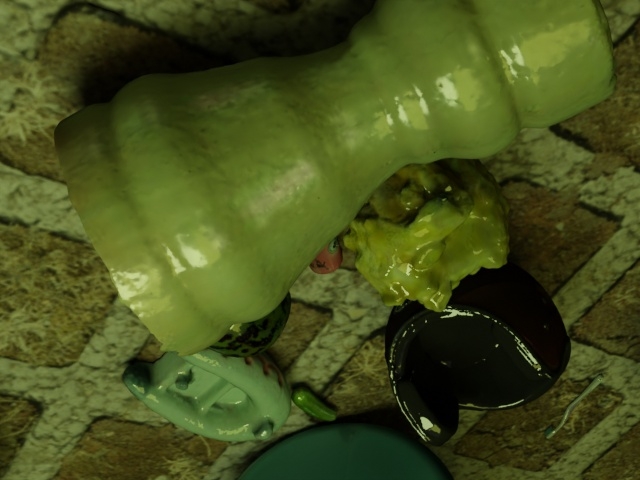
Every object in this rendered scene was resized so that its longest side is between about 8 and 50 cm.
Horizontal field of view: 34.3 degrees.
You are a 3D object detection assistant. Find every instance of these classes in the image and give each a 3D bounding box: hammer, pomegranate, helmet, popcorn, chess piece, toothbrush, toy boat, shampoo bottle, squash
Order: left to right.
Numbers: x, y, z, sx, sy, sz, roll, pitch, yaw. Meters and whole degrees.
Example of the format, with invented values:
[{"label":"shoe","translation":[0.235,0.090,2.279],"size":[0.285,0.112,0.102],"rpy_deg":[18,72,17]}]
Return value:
[{"label":"toy boat","translation":[-0.121,0.177,1.198],"size":[0.134,0.079,0.208],"rpy_deg":[-42,128,19]},{"label":"pomegranate","translation":[-0.102,0.065,1.082],"size":[0.161,0.122,0.122],"rpy_deg":[-14,144,40]},{"label":"squash","translation":[-0.009,0.206,1.292],"size":[0.027,0.027,0.089],"rpy_deg":[-31,136,13]},{"label":"hammer","translation":[0.000,0.000,1.089],"size":[0.043,0.043,0.083],"rpy_deg":[-17,133,0]},{"label":"chess piece","translation":[0.021,-0.100,0.891],"size":[0.442,0.234,0.234],"rpy_deg":[-28,134,4]},{"label":"shampoo bottle","translation":[0.058,0.454,1.335],"size":[0.331,0.331,0.342],"rpy_deg":[-20,133,3]},{"label":"popcorn","translation":[0.105,-0.013,1.027],"size":[0.142,0.173,0.173],"rpy_deg":[-3,152,47]},{"label":"helmet","translation":[0.170,0.113,1.138],"size":[0.216,0.193,0.189],"rpy_deg":[29,126,-35]},{"label":"toothbrush","translation":[0.349,0.229,1.426],"size":[0.011,0.013,0.131],"rpy_deg":[8,129,-35]}]
